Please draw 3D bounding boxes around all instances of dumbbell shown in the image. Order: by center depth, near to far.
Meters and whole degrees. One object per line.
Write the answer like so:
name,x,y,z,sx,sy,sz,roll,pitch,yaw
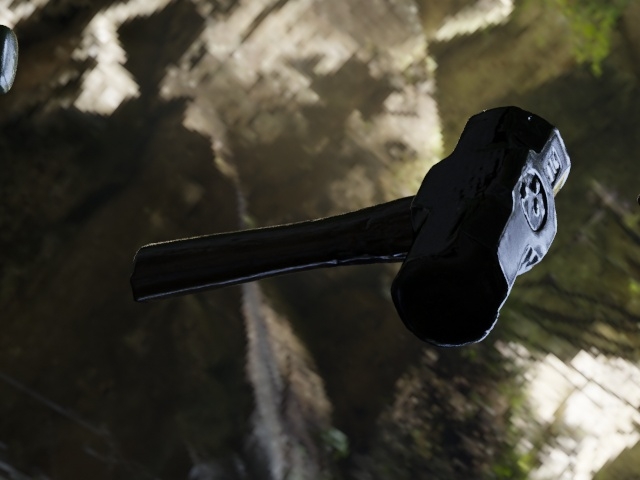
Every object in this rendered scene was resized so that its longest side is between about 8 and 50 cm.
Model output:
dumbbell,-0.268,-0.129,1.179,0.118,0.052,0.046,6,-100,1

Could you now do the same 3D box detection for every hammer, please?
hammer,0.000,0.000,1.460,0.408,0.095,0.242,-8,-151,29

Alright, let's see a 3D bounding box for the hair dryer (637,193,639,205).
hair dryer,0.340,-0.031,1.358,0.154,0.054,0.106,36,-65,11
